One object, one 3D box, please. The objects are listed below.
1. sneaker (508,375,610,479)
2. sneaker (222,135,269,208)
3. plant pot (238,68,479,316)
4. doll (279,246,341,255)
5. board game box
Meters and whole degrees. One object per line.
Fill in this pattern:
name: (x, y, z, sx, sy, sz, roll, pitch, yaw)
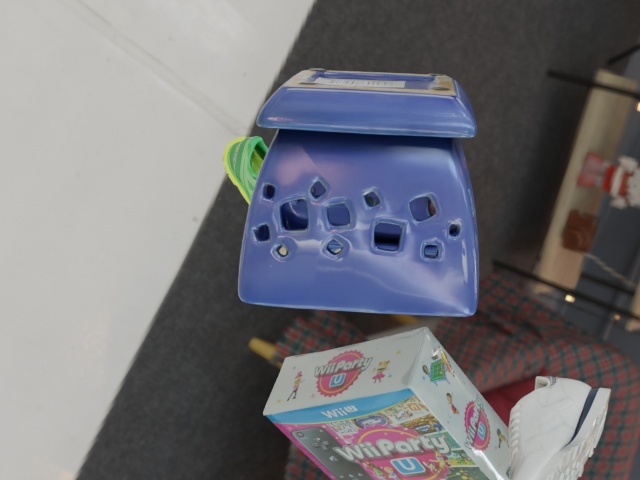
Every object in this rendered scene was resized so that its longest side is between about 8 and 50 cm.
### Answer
sneaker: (0.246, 0.232, 1.097, 0.235, 0.095, 0.090, -36, 139, -51)
sneaker: (-0.097, -0.099, 2.127, 0.295, 0.123, 0.109, 53, 54, -17)
plant pot: (0.047, -0.061, 1.002, 0.236, 0.236, 0.212, -66, 159, -73)
doll: (0.000, 0.000, 1.367, 0.129, 0.189, 0.046, -11, 120, -20)
board game box: (0.110, 0.254, 1.223, 0.303, 0.224, 0.097, 50, 42, -27)
